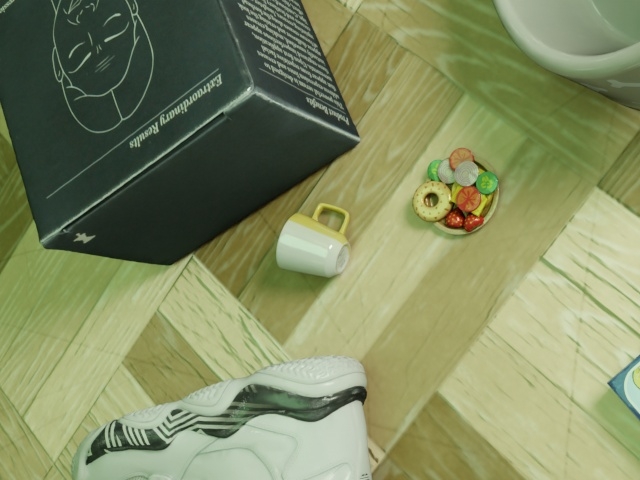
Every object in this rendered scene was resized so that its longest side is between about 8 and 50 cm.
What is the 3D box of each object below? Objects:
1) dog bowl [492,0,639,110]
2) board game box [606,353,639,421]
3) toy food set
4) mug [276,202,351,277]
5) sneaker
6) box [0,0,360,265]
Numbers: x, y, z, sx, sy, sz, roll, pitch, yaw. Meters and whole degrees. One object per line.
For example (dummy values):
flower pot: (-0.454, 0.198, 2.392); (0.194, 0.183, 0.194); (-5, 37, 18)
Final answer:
dog bowl: (0.257, -0.277, 0.713); (0.348, 0.102, 0.349); (-2, 88, 63)
board game box: (0.350, 0.149, 0.731); (0.136, 0.035, 0.201); (-47, 63, 17)
toy food set: (0.135, -0.047, 0.898); (0.083, 0.020, 0.083); (32, 100, 31)
mug: (-0.002, 0.002, 0.954); (0.064, 0.062, 0.078); (18, 99, 24)
sneaker: (-0.100, 0.263, 0.929); (0.365, 0.137, 0.210); (-23, 69, 23)
box: (-0.185, -0.218, 1.006); (0.293, 0.212, 0.396); (-30, 68, 24)
